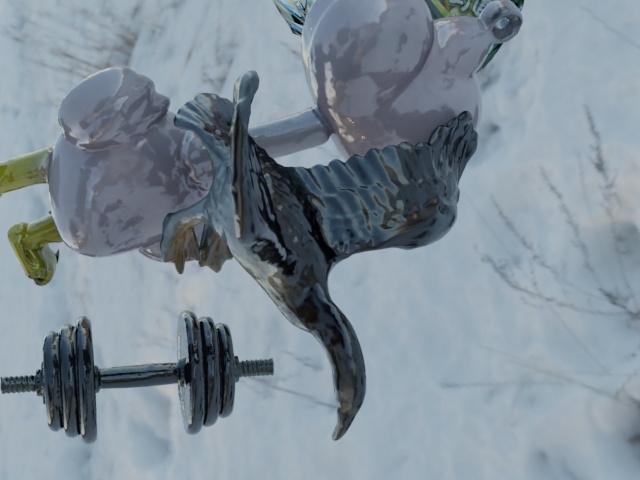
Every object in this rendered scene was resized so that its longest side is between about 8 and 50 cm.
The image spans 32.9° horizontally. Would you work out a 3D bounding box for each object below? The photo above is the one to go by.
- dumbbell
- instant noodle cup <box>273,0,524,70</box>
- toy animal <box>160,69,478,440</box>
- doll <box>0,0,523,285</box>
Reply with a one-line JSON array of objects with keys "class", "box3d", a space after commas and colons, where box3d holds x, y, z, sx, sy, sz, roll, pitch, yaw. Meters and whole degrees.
[{"class": "dumbbell", "box3d": [-0.139, 0.105, 0.839, 0.099, 0.208, 0.099, 178, 90, -77]}, {"class": "instant noodle cup", "box3d": [0.063, -0.270, 1.092, 0.178, 0.240, 0.240, 36, 106, 56]}, {"class": "toy animal", "box3d": [-0.012, 0.004, 0.606, 0.160, 0.272, 0.197, 11, 102, 38]}, {"class": "doll", "box3d": [-0.042, -0.070, 0.692, 0.365, 0.160, 0.094, -23, 41, 2]}]
